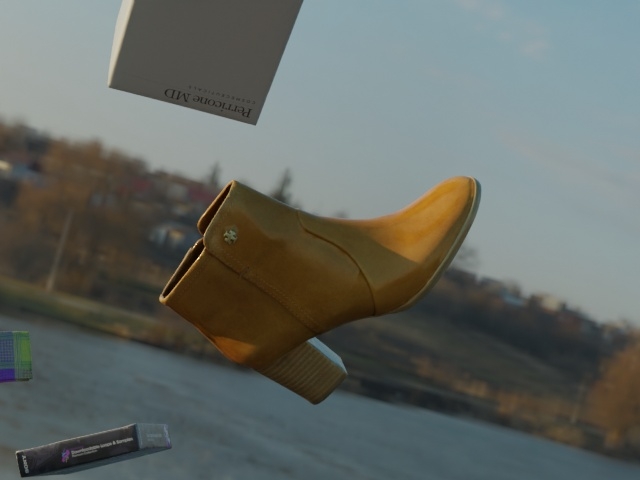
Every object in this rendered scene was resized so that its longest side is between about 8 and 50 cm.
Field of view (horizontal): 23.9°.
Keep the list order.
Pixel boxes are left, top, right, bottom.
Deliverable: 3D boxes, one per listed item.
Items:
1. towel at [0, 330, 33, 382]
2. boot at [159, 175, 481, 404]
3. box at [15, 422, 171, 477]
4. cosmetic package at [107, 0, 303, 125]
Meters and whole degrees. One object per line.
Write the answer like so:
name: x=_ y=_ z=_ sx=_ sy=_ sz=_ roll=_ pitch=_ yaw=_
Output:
towel: x=-0.366 y=0.131 z=1.696 sx=0.083 sy=0.060 sz=0.009 roll=-3 pitch=-13 yaw=-16
boot: x=-0.001 y=0.000 z=1.486 sx=0.211 sy=0.295 sz=0.104 roll=40 pitch=1 yaw=-18
box: x=-0.213 y=0.201 z=1.446 sx=0.116 sy=0.029 sz=0.162 roll=-14 pitch=-10 yaw=3
cosmetic package: x=-0.108 y=-0.334 z=1.741 sx=0.197 sy=0.366 sz=0.155 roll=12 pitch=39 yaw=-12
